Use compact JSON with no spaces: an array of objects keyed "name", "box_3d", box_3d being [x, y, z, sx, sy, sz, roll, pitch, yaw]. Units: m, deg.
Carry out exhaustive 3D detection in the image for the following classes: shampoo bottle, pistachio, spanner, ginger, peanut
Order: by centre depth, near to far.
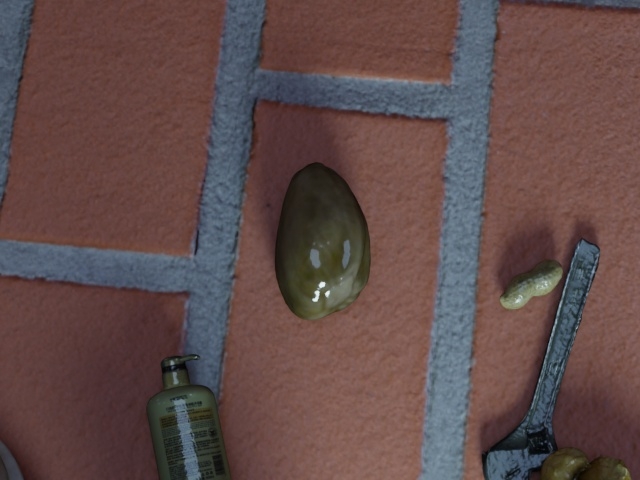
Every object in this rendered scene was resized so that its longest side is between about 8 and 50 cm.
[{"name":"ginger","box_3d":[0.323,0.326,1.411,0.216,0.102,0.157,26,58,5]},{"name":"shampoo bottle","box_3d":[-0.150,0.208,1.452,0.079,0.079,0.162,-13,77,-3]},{"name":"pistachio","box_3d":[0.000,0.000,1.493,0.108,0.126,0.186,17,69,-40]},{"name":"spanner","box_3d":[0.262,0.150,1.493,0.093,0.026,0.325,18,76,5]},{"name":"peanut","box_3d":[0.243,0.050,1.510,0.083,0.037,0.037,-29,78,-1]}]

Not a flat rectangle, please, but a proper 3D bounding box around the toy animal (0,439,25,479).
[{"name":"toy animal","box_3d":[-0.390,0.294,1.378,0.206,0.271,0.265,-43,54,18]}]
